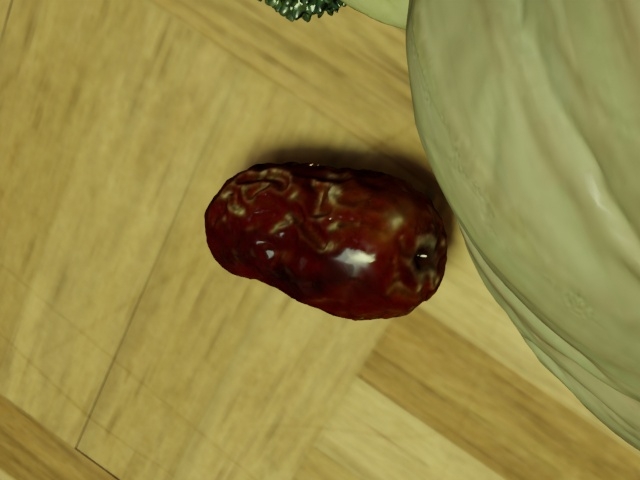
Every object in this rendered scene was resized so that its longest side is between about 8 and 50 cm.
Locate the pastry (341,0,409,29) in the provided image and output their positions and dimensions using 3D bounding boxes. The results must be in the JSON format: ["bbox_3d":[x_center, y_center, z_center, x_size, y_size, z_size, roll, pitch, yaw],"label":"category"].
[{"bbox_3d":[0.045,-0.158,0.505,0.156,0.092,0.156,-4,123,-5],"label":"pastry"}]

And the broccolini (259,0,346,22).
[{"bbox_3d":[-0.003,-0.196,0.575,0.091,0.068,0.203,8,107,11],"label":"broccolini"}]

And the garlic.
[{"bbox_3d":[0.172,-0.042,0.385,0.317,0.317,0.259,-21,65,37],"label":"garlic"}]

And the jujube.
[{"bbox_3d":[0.000,0.000,0.667,0.129,0.077,0.077,8,122,31],"label":"jujube"}]
